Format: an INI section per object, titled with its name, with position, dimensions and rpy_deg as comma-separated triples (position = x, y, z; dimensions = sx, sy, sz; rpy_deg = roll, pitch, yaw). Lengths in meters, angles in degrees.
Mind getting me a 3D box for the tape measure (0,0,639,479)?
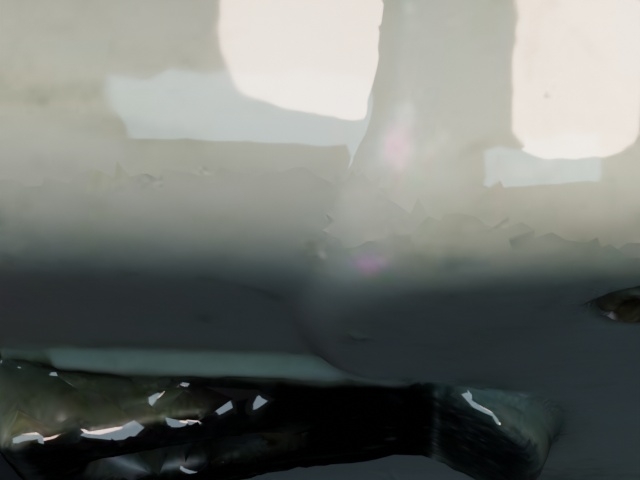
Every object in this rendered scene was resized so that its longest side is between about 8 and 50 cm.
[tape measure]
position = 0.001, 0.000, 0.432
dimensions = 0.246, 0.243, 0.125
rpy_deg = -1, 69, 7
